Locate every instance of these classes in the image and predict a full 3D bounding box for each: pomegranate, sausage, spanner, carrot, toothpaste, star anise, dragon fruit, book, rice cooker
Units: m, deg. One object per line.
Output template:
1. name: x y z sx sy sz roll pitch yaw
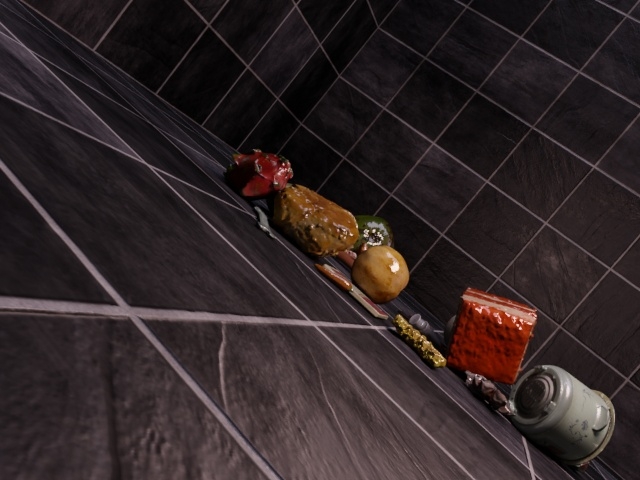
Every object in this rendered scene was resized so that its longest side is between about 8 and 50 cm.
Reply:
1. pomegranate: 0.197 0.117 1.791 0.207 0.207 0.207 39 4 -4
2. sausage: 0.089 0.051 2.260 0.304 0.078 0.078 42 5 18
3. pomegranate: 0.200 0.022 2.579 0.285 0.285 0.340 39 -22 -6
4. spanner: -0.169 -0.056 1.585 0.071 0.017 0.302 39 5 -15
5. carrot: 0.041 0.111 1.568 0.142 0.035 0.035 35 5 -5
6. toothpaste: 0.424 0.376 2.014 0.234 0.057 0.089 49 4 -19
7. star anise: 0.542 0.494 1.683 0.182 0.065 0.195 42 -6 -3
8. dragon fruit: -0.220 -0.242 1.843 0.269 0.200 0.198 43 -6 45
9. book: 0.111 0.164 1.667 0.232 0.022 0.162 41 2 21
10. rice cooker: 0.789 0.570 1.730 0.316 0.264 0.317 20 -30 13

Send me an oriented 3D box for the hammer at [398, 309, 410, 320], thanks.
1. hammer: 0.381 0.337 2.181 0.178 0.021 0.065 42 6 37

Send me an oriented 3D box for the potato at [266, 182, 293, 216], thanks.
1. potato: -0.100 -0.124 1.990 0.251 0.159 0.175 14 49 -52

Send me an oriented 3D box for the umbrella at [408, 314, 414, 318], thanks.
1. umbrella: 0.436 0.357 2.428 0.165 0.025 0.027 26 33 -61

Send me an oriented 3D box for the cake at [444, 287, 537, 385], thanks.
1. cake: 0.598 0.342 1.879 0.269 0.270 0.319 17 8 19

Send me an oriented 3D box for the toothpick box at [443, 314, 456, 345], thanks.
1. toothpick box: 0.669 0.458 2.282 0.229 0.229 0.316 38 6 -14

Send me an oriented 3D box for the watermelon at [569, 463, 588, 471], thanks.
1. watermelon: 0.892 0.765 1.846 0.092 0.072 0.085 41 19 -50

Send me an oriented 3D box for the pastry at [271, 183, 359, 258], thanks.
1. pastry: -0.026 -0.052 1.763 0.310 0.162 0.255 33 27 6

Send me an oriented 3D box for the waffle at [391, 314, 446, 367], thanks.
1. waffle: 0.287 0.303 1.564 0.194 0.051 0.149 48 9 31
